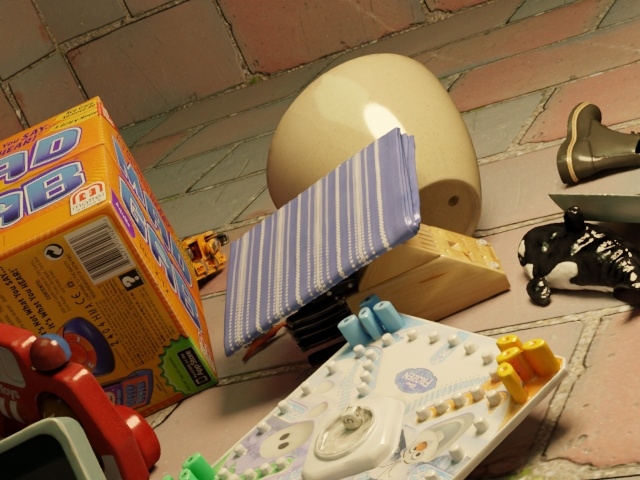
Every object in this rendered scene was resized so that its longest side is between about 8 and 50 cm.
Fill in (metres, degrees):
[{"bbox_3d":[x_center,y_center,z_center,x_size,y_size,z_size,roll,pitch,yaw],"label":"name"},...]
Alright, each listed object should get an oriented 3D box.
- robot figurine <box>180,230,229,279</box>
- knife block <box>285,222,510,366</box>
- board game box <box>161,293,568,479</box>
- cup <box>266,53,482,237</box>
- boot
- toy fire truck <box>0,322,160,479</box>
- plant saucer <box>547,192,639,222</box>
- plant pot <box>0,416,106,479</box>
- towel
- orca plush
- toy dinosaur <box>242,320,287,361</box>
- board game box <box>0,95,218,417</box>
[{"bbox_3d":[-0.305,0.055,2.306,0.291,0.085,0.211,-16,6,29],"label":"robot figurine"},{"bbox_3d":[0.093,0.090,1.712,0.275,0.242,0.088,15,27,-16],"label":"knife block"},{"bbox_3d":[0.029,0.217,1.391,0.390,0.050,0.390,-40,22,-18],"label":"board game box"},{"bbox_3d":[0.113,-0.084,1.878,0.331,0.331,0.237,-28,44,-10],"label":"cup"},{"bbox_3d":[0.466,-0.163,1.958,0.137,0.077,0.198,-9,36,30],"label":"boot"},{"bbox_3d":[-0.361,0.227,1.608,0.302,0.254,0.169,9,36,41],"label":"toy fire truck"},{"bbox_3d":[0.403,-0.043,1.648,0.194,0.037,0.195,2,2,0],"label":"plant saucer"},{"bbox_3d":[-0.321,0.335,1.323,0.247,0.247,0.252,-26,1,-2],"label":"plant pot"},{"bbox_3d":[0.000,0.000,1.688,0.336,0.040,0.243,-35,31,24],"label":"towel"},{"bbox_3d":[0.328,0.012,1.571,0.151,0.102,0.287,-25,18,0],"label":"orca plush"},{"bbox_3d":[-0.081,0.148,1.881,0.082,0.047,0.090,-14,52,7],"label":"toy dinosaur"},{"bbox_3d":[-0.409,0.065,1.876,0.356,0.357,0.356,-25,33,2],"label":"board game box"}]
